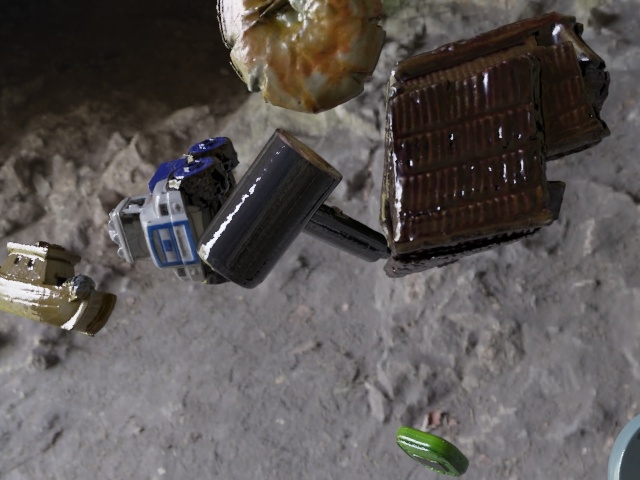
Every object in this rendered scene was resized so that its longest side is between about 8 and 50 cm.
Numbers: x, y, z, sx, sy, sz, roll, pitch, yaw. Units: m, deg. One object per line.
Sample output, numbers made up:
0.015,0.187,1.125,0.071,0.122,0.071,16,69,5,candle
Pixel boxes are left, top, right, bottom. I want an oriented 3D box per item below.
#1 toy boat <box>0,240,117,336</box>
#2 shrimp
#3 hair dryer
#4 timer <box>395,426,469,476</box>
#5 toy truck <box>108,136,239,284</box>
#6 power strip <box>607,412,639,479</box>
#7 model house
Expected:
-0.440,0.059,1.280,0.321,0.121,0.089,11,-4,34,toy boat
-0.028,-0.261,0.762,0.154,0.294,0.062,-9,-3,15,shrimp
0.000,0.000,0.783,0.128,0.255,0.070,-52,56,7,hair dryer
0.222,0.422,1.670,0.140,0.128,0.047,9,59,43,timer
-0.185,-0.035,1.107,0.177,0.161,0.213,-9,23,7,toy truck
0.419,0.301,1.015,0.137,0.216,0.044,6,-6,2,power strip
0.211,-0.076,0.999,0.317,0.297,0.282,-13,31,4,model house
